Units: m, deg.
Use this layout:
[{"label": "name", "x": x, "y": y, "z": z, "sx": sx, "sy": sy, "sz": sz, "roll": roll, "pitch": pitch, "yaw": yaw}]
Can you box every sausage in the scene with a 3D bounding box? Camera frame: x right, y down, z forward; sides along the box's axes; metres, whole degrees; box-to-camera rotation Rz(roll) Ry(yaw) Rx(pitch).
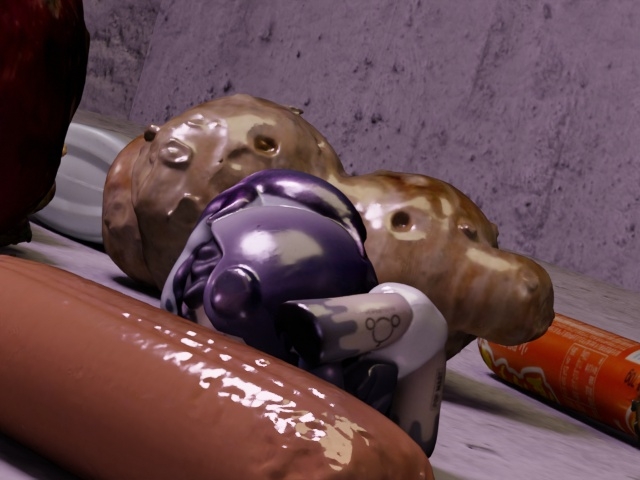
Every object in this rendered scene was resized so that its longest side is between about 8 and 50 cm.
[{"label": "sausage", "x": 0.206, "y": 0.100, "z": 1.549, "sx": 0.083, "sy": 0.083, "sz": 0.264, "roll": 13, "pitch": 4, "yaw": -30}, {"label": "sausage", "x": -0.074, "y": 0.073, "z": 0.840, "sx": 0.289, "sy": 0.086, "sz": 0.086, "roll": 22, "pitch": 7, "yaw": 39}]

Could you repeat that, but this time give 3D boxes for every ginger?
[{"label": "ginger", "x": 0.000, "y": 0.000, "z": 1.467, "sx": 0.375, "sy": 0.176, "sz": 0.256, "roll": 17, "pitch": -11, "yaw": 7}]

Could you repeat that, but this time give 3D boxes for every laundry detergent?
[{"label": "laundry detergent", "x": -0.133, "y": -0.038, "z": 1.823, "sx": 0.280, "sy": 0.105, "sz": 0.215, "roll": 9, "pitch": 6, "yaw": -46}]

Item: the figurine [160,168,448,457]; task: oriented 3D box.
[{"label": "figurine", "x": -0.015, "y": 0.035, "z": 1.160, "sx": 0.145, "sy": 0.145, "sz": 0.222, "roll": 12, "pitch": 11, "yaw": -40}]

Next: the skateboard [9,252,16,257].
[{"label": "skateboard", "x": -0.183, "y": 0.038, "z": 1.247, "sx": 0.083, "sy": 0.032, "sz": 0.064, "roll": 22, "pitch": 17, "yaw": 26}]

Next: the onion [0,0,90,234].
[{"label": "onion", "x": -0.342, "y": -0.124, "z": 1.240, "sx": 0.385, "sy": 0.348, "sz": 0.348, "roll": -23, "pitch": -8, "yaw": 18}]

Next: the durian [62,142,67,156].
[{"label": "durian", "x": -0.303, "y": -0.056, "z": 1.688, "sx": 0.140, "sy": 0.078, "sz": 0.224, "roll": 3, "pitch": -3, "yaw": -14}]

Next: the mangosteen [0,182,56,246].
[{"label": "mangosteen", "x": -0.270, "y": -0.050, "z": 1.514, "sx": 0.140, "sy": 0.140, "sz": 0.140, "roll": 16, "pitch": 5, "yaw": -1}]
